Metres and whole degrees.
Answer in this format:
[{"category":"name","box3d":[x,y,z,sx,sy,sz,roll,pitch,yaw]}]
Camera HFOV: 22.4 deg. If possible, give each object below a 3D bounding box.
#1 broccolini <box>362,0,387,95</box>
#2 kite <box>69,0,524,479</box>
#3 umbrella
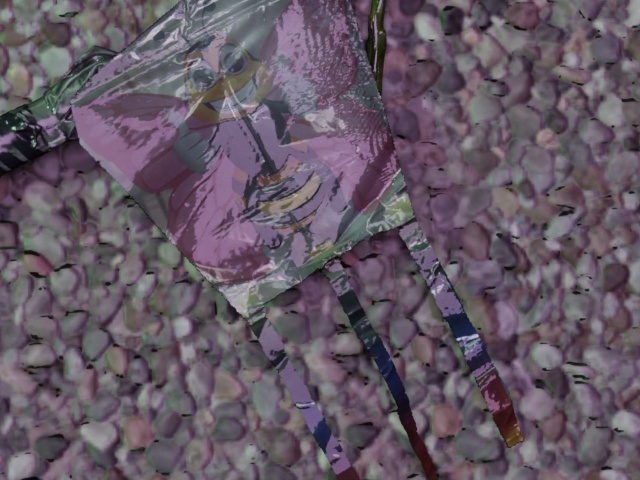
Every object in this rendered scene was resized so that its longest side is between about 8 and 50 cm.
[{"category":"broccolini","box3d":[0.034,-0.166,1.079,0.035,0.030,0.140,6,87,7]},{"category":"kite","box3d":[0.001,0.000,1.040,0.204,0.022,0.360,-31,91,-12]},{"category":"umbrella","box3d":[-0.167,-0.085,1.045,0.188,0.046,0.050,-27,107,-6]}]
